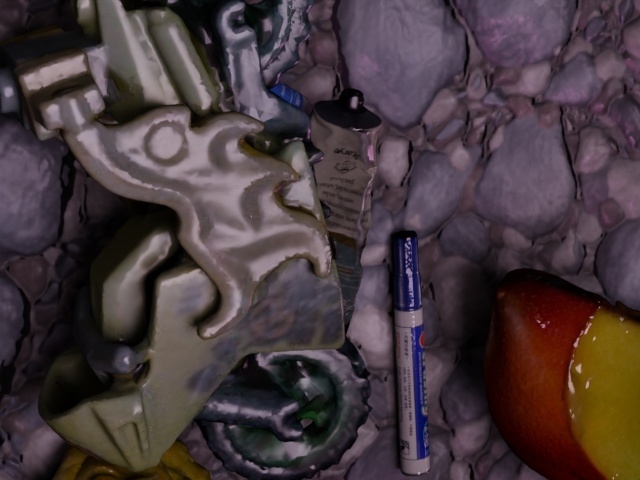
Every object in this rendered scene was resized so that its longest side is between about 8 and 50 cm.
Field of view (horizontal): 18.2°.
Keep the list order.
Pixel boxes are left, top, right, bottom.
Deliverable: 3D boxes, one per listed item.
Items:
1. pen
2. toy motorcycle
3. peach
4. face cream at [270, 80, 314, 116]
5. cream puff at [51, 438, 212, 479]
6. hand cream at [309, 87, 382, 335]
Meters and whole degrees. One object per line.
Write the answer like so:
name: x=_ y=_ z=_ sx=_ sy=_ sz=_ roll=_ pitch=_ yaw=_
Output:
pen: x=0.072 y=0.090 z=1.575 sx=0.025 sy=0.025 sz=0.204 roll=-12 pitch=110 yaw=-26
toy motorcycle: x=-0.096 y=-0.009 z=1.367 sx=0.237 sy=0.169 sz=0.410 roll=-14 pitch=109 yaw=-18
peach: x=0.213 y=0.123 z=1.583 sx=0.267 sy=0.159 sz=0.154 roll=22 pitch=83 yaw=-34
face cream: x=-0.033 y=-0.099 z=1.455 sx=0.130 sy=0.034 sz=0.034 roll=30 pitch=89 yaw=-32
cream puff: x=-0.137 y=0.215 z=1.443 sx=0.146 sy=0.116 sz=0.146 roll=-8 pitch=113 yaw=-19
hand cream: x=0.000 y=0.000 z=1.482 sx=0.075 sy=0.052 sz=0.248 roll=10 pitch=120 yaw=-3
